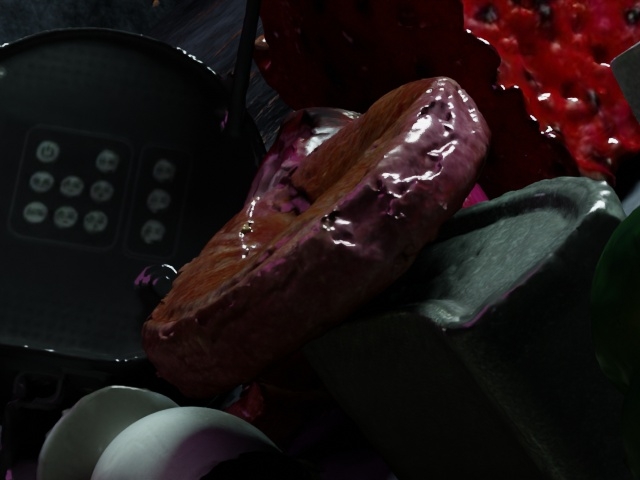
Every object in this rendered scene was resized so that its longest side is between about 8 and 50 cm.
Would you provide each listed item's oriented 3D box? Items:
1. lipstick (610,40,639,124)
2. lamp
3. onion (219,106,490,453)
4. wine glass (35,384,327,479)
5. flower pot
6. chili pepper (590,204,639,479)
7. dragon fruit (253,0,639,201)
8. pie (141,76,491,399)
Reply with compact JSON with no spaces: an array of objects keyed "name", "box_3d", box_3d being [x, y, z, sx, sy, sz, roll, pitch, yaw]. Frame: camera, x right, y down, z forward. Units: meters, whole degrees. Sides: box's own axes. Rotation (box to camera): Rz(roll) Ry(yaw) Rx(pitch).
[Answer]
[{"name":"lipstick","box_3d":[0.250,-0.121,0.848,0.317,0.068,0.066,-33,4,-36]},{"name":"lamp","box_3d":[-0.134,-0.001,1.178,0.272,0.205,0.374,158,120,-88]},{"name":"onion","box_3d":[0.020,0.034,1.019,0.173,0.135,0.198,-97,22,-64]},{"name":"wine glass","box_3d":[-0.066,0.130,0.944,0.103,0.103,0.222,-42,15,-14]},{"name":"flower pot","box_3d":[0.074,0.047,0.822,0.103,0.108,0.229,-42,14,-19]},{"name":"chili pepper","box_3d":[0.228,-0.012,0.466,0.385,0.167,0.213,-28,18,35]},{"name":"dragon fruit","box_3d":[0.074,-0.185,1.156,0.286,0.329,0.228,-47,9,-28]},{"name":"pie","box_3d":[0.000,0.000,0.834,0.182,0.049,0.182,-40,9,8]}]
